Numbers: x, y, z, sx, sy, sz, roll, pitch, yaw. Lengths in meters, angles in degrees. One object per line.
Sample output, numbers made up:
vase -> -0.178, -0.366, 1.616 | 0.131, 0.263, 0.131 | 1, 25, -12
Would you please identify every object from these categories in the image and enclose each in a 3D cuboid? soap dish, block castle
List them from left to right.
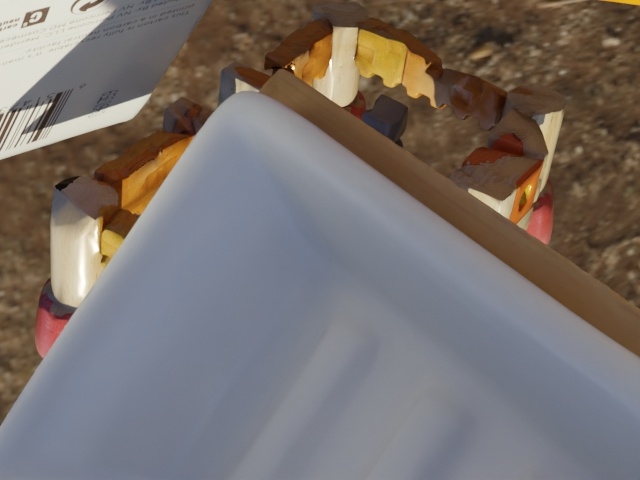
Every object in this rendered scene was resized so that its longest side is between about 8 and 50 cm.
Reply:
block castle -> 0.000, 0.000, 1.335 | 0.303, 0.453, 0.212 | 26, 133, 22
soap dish -> 0.019, 0.097, 0.554 | 0.291, 0.118, 0.229 | 38, 96, 42

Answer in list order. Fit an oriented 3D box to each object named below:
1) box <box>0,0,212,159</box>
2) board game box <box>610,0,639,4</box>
box -> -0.151, -0.109, 0.609 | 0.119, 0.181, 0.182 | 64, 152, 9
board game box -> 0.175, -0.386, 0.894 | 0.357, 0.356, 0.356 | 18, 71, 48
